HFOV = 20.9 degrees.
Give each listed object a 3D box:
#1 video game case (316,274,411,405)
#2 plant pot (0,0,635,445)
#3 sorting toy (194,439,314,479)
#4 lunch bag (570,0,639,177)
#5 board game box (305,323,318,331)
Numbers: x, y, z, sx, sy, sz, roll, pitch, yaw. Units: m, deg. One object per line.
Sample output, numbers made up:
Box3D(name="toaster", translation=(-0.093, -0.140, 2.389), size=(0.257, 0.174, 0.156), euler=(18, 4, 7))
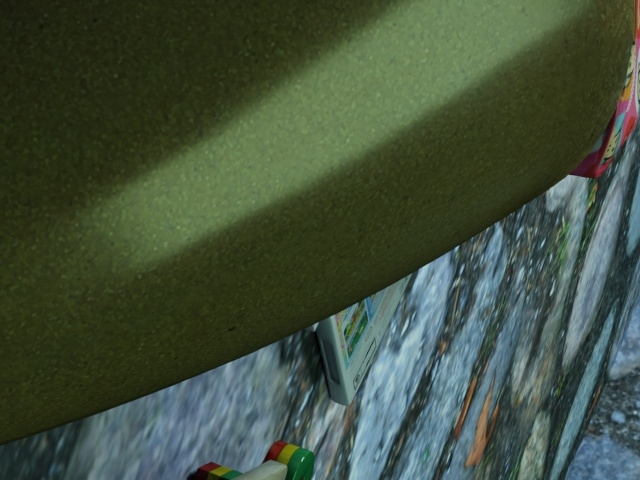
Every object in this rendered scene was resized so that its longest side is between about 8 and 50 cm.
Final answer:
Box3D(name="video game case", translation=(0.038, 0.024, 1.273), size=(0.143, 0.019, 0.157), euler=(78, 34, -58))
Box3D(name="plant pot", translation=(-0.065, -0.046, 0.563), size=(0.254, 0.237, 0.237), euler=(-41, 147, -36))
Box3D(name="sorting toy", translation=(-0.080, 0.199, 1.018), size=(0.274, 0.046, 0.132), euler=(-11, 117, -72))
Box3D(name="lunch bag", translation=(0.197, -0.216, 1.306), size=(0.258, 0.120, 0.293), euler=(-52, 145, -58))
Box3D(name="board game box", translation=(0.000, 0.000, 1.120), size=(0.090, 0.020, 0.090), euler=(75, 36, -60))
